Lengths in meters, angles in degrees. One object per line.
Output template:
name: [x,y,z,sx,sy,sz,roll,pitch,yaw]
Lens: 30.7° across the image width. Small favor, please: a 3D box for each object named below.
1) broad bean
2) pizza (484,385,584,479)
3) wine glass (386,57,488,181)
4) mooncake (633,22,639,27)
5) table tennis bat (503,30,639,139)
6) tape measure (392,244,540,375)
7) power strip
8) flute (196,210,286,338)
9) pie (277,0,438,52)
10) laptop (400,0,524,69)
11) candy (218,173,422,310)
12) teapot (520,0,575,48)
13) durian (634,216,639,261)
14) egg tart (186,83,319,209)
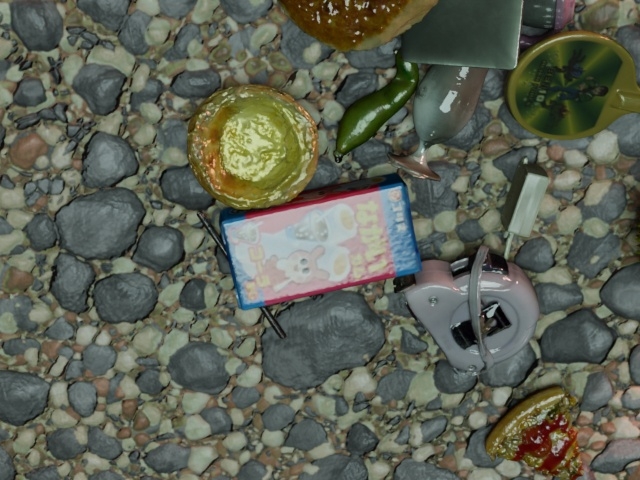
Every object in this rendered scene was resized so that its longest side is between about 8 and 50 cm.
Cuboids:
broad bean: [0.086,-0.210,1.859,0.070,0.048,0.213,36,101,-7]
pizza: [0.408,0.366,2.070,0.199,0.062,0.188,42,105,-16]
wine glass: [0.189,-0.208,1.837,0.103,0.103,0.222,22,103,-10]
mooncake: [0.633,-0.447,1.807,0.150,0.057,0.347,30,98,12]
table tennis bat: [0.447,-0.235,1.852,0.321,0.050,0.198,10,130,-12]
tape measure: [0.263,0.115,1.945,0.197,0.120,0.236,-28,116,15]
power strip: [0.328,-0.048,1.915,0.042,0.075,0.175,14,109,-7]
flute: [-0.132,0.060,1.961,0.014,0.014,0.269,-30,108,8]
pie: [0.056,-0.438,1.728,0.315,0.092,0.315,5,111,12]
laptop: [0.218,-0.397,1.756,0.188,0.015,0.269,8,99,23]
candy: [0.000,0.000,1.897,0.306,0.100,0.157,-12,106,0]
teapot: [0.317,-0.377,1.797,0.146,0.148,0.116,4,73,9]
durian: [0.636,-0.026,1.870,0.291,0.224,0.291,2,145,1]
egg tart: [-0.108,-0.150,1.846,0.213,0.090,0.212,0,106,0]
